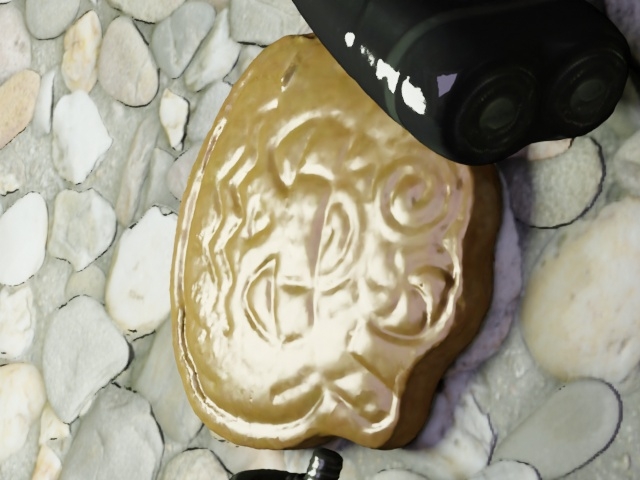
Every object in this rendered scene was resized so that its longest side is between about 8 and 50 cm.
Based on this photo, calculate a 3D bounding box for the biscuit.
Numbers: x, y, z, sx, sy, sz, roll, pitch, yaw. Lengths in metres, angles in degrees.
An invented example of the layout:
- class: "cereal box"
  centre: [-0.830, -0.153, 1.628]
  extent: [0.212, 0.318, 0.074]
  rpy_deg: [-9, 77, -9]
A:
- class: "biscuit"
  centre: [-0.002, 0.000, 1.542]
  extent: [0.365, 0.062, 0.385]
  rpy_deg: [5, 85, 43]

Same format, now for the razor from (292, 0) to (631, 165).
- class: "razor"
  centre: [0.091, -0.199, 1.409]
  extent: [0.349, 0.204, 0.113]
  rpy_deg: [54, 148, 39]

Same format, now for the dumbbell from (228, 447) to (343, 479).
- class: "dumbbell"
  centre: [-0.035, 0.307, 1.416]
  extent: [0.192, 0.192, 0.290]
  rpy_deg: [25, 100, 45]
